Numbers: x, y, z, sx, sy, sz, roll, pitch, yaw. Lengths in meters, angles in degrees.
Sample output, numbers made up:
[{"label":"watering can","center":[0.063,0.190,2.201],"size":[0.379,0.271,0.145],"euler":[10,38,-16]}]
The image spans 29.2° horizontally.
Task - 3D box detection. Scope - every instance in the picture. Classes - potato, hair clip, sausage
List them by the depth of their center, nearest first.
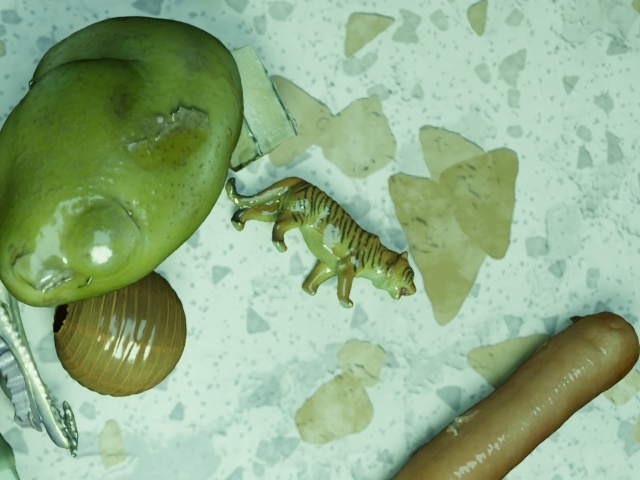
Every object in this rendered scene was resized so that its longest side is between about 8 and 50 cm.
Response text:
[{"label":"potato","center":[-0.198,-0.073,1.170],"size":[0.218,0.202,0.351],"euler":[14,46,4]},{"label":"hair clip","center":[-0.304,0.080,1.188],"size":[0.084,0.106,0.292],"euler":[-22,94,-15]},{"label":"potato","center":[-0.084,-0.144,1.311],"size":[0.061,0.086,0.122],"euler":[-25,91,-35]},{"label":"sausage","center":[0.195,0.218,1.362],"size":[0.419,0.094,0.094],"euler":[-38,82,-20]}]

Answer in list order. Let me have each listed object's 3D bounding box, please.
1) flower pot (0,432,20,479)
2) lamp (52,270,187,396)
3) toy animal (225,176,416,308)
[{"label":"flower pot","center":[-0.335,0.288,1.094],"size":[0.189,0.209,0.239],"euler":[-29,95,-21]},{"label":"lamp","center":[-0.198,0.087,1.209],"size":[0.136,0.136,0.136],"euler":[3,83,-20]},{"label":"toy animal","center":[0.000,0.000,1.340],"size":[0.241,0.057,0.099],"euler":[41,65,-9]}]
